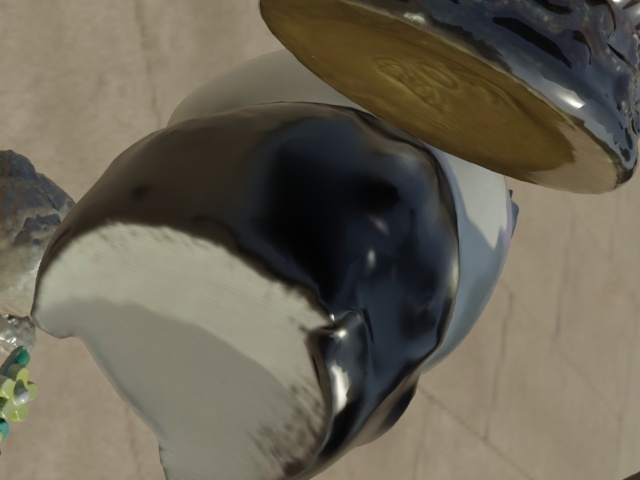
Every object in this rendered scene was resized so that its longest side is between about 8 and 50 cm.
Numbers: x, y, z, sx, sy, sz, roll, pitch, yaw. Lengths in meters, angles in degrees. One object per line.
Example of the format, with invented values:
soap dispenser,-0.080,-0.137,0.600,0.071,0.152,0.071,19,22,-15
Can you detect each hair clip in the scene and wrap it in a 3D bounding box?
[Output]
hair clip,-0.257,0.148,1.148,0.173,0.049,0.049,-54,139,-36

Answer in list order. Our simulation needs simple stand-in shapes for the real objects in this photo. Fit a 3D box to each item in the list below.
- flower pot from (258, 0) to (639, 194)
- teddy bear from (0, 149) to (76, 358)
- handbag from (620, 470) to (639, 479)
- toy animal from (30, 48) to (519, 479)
flower pot,0.113,-0.179,0.727,0.267,0.267,0.266,-61,149,-7
teddy bear,-0.366,0.018,1.623,0.236,0.267,0.151,61,18,-4
handbag,0.311,0.202,1.196,0.088,0.275,0.244,55,16,-1
toy animal,0.000,0.000,0.978,0.310,0.251,0.250,-46,133,-48
